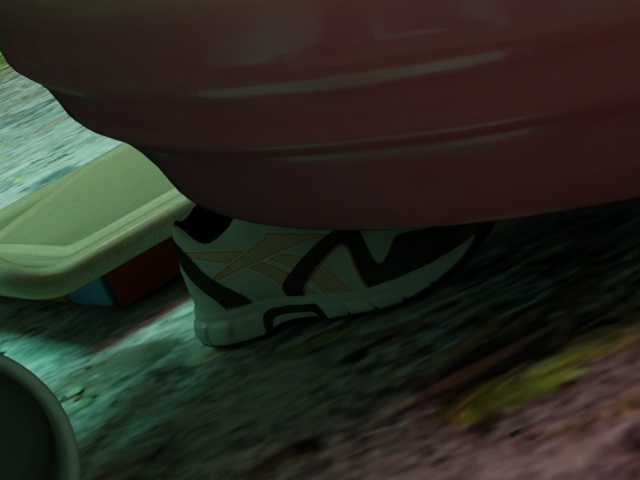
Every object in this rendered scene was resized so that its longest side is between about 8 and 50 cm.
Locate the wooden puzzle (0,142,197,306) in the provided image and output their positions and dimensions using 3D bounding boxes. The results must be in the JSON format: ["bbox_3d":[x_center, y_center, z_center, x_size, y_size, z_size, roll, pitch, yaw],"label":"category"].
[{"bbox_3d":[-0.056,-0.024,0.803,0.238,0.044,0.221,-25,11,-23],"label":"wooden puzzle"}]

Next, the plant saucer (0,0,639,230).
[{"bbox_3d":[0.071,-0.082,0.575,0.332,0.084,0.332,-13,15,4],"label":"plant saucer"}]

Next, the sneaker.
[{"bbox_3d":[0.000,0.000,0.575,0.109,0.044,0.040,-16,13,30],"label":"sneaker"}]

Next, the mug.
[{"bbox_3d":[-0.099,0.055,0.497,0.078,0.062,0.064,-1,3,-5],"label":"mug"}]
